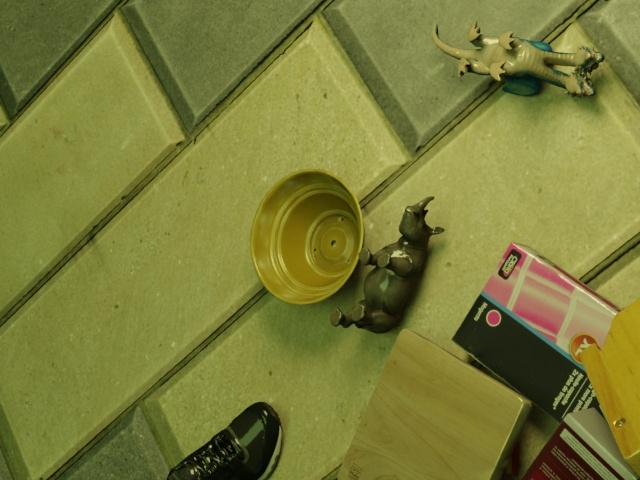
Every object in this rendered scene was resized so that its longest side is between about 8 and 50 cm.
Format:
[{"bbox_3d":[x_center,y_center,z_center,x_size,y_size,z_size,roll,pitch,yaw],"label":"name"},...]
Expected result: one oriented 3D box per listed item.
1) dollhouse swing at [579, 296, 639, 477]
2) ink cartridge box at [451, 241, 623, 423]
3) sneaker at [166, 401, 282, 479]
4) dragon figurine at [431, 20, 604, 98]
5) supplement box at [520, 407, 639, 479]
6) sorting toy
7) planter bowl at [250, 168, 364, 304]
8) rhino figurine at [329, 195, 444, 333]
[{"bbox_3d":[0.581,0.206,1.665,0.347,0.305,0.315,-40,26,17],"label":"dollhouse swing"},{"bbox_3d":[0.369,0.170,1.856,0.371,0.069,0.175,37,103,31],"label":"ink cartridge box"},{"bbox_3d":[-0.175,0.379,2.159,0.107,0.124,0.283,47,108,31],"label":"sneaker"},{"bbox_3d":[0.285,-0.263,1.970,0.289,0.144,0.085,17,94,55],"label":"dragon figurine"},{"bbox_3d":[0.331,0.357,1.787,0.130,0.073,0.239,46,119,30],"label":"supplement box"},{"bbox_3d":[0.179,0.297,1.927,0.257,0.089,0.255,30,100,46],"label":"sorting toy"},{"bbox_3d":[0.000,0.000,2.122,0.217,0.090,0.217,-7,78,33],"label":"planter bowl"},{"bbox_3d":[0.113,0.038,2.027,0.073,0.106,0.243,37,104,42],"label":"rhino figurine"}]
